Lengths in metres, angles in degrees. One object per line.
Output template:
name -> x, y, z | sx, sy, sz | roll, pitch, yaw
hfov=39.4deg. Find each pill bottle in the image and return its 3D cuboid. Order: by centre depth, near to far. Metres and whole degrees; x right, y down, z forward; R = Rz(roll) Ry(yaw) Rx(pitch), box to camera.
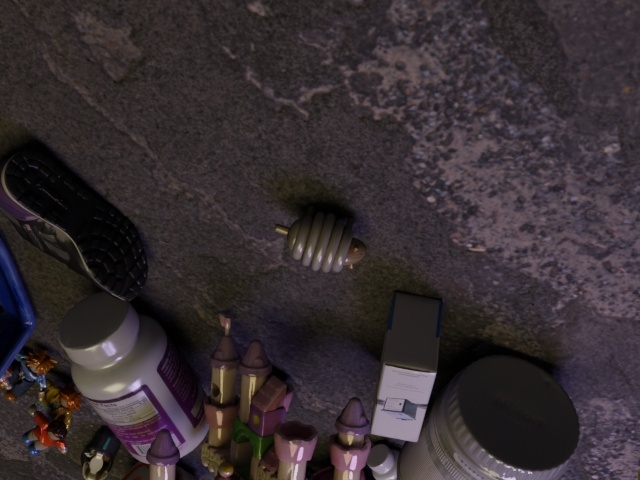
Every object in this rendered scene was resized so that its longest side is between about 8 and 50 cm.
pill bottle -> -0.313, 0.230, 1.505 | 0.169, 0.169, 0.302 | -5, 132, 21
pill bottle -> 0.137, 0.429, 1.651 | 0.067, 0.067, 0.120 | -20, 126, 32

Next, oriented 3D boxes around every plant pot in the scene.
plant pot -> -0.637, 0.127, 1.457 | 0.212, 0.236, 0.236 | 11, 137, 15

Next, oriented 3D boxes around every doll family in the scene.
doll family -> -0.537, 0.275, 1.679 | 0.263, 0.118, 0.163 | 51, 136, -9

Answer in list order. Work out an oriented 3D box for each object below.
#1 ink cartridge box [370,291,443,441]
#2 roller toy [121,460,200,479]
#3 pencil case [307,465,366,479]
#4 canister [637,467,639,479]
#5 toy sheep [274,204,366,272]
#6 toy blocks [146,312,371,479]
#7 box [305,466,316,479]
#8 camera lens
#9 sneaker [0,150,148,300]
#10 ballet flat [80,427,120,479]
ink cartridge box -> 0.130, 0.195, 1.360 | 0.082, 0.140, 0.191 | 8, 137, 5
roller toy -> -0.331, 0.548, 1.819 | 0.146, 0.191, 0.209 | 38, 135, -21
pencil case -> 0.115, 0.597, 1.705 | 0.386, 0.167, 0.160 | 53, 147, -13
canister -> 0.636, 0.429, 1.503 | 0.170, 0.073, 0.126 | 40, 132, -25
toy sheep -> 0.000, 0.000, 1.236 | 0.132, 0.091, 0.091 | 14, 137, 2
toy blocks -> -0.110, 0.280, 1.381 | 0.288, 0.308, 0.260 | 24, 114, 50
box -> -0.104, 0.482, 1.718 | 0.180, 0.147, 0.077 | 39, 133, -22
camera lens -> 0.256, 0.337, 1.410 | 0.219, 0.219, 0.274 | 19, 137, -3
sneaker -> -0.380, -0.018, 1.340 | 0.124, 0.107, 0.283 | -10, 129, 44
ballet flat -> -0.466, 0.461, 1.859 | 0.074, 0.074, 0.203 | 24, 137, -8
